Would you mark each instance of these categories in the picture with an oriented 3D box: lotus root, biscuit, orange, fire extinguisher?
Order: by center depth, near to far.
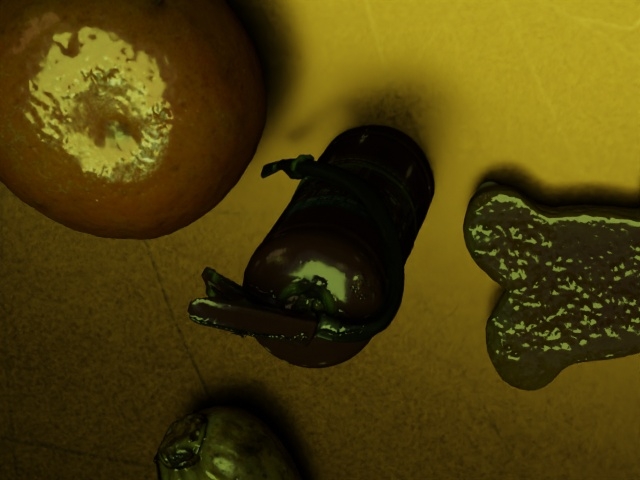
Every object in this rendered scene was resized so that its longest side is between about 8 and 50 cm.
[{"bbox_3d":[0.000,0.000,1.022,0.142,0.341,0.105,12,110,8],"label":"fire extinguisher"},{"bbox_3d":[-0.152,-0.109,1.105,0.224,0.170,0.224,0,112,0],"label":"orange"},{"bbox_3d":[0.268,0.029,1.140,0.302,0.049,0.196,-5,112,12],"label":"biscuit"},{"bbox_3d":[-0.060,0.221,1.248,0.108,0.094,0.190,-24,113,39],"label":"lotus root"}]
